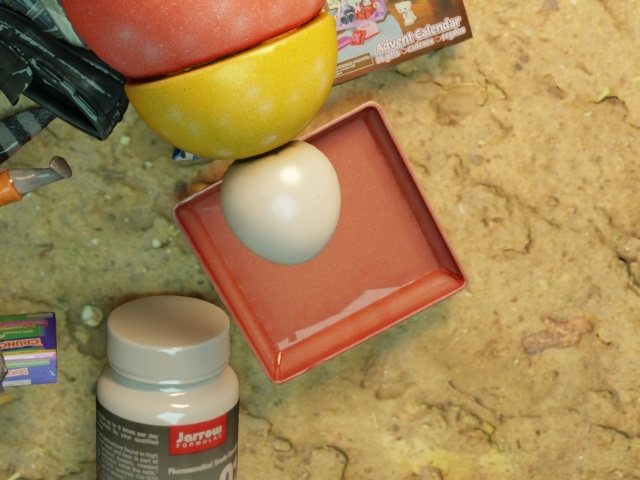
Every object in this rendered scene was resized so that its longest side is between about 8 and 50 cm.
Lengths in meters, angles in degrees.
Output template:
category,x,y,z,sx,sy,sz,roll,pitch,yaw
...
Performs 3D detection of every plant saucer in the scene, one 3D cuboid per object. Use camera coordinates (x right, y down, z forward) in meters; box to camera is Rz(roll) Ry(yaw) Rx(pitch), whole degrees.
category,x,y,z,sx,sy,sz,roll,pitch,yaw
plant saucer,0.000,0.000,1.928,0.258,0.047,0.259,-28,115,2

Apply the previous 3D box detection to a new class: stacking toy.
category,x,y,z,sx,sy,sz,roll,pitch,yaw
stacking toy,-0.100,-0.196,1.618,0.351,0.350,0.479,-18,101,-2

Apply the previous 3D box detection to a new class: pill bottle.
category,x,y,z,sx,sy,sz,roll,pitch,yaw
pill bottle,-0.172,0.218,1.926,0.161,0.161,0.283,-1,113,-9

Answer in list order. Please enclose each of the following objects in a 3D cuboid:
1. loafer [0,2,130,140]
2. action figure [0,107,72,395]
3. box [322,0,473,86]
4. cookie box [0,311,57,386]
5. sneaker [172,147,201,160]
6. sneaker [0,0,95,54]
category,x,y,z,sx,sy,sz,roll,pitch,yaw
loafer,-0.296,-0.174,1.708,0.223,0.076,0.078,27,63,-12
action figure,-0.396,-0.004,1.793,0.330,0.178,0.341,-41,88,13
box,-0.005,-0.263,1.810,0.293,0.057,0.201,-20,113,-1
cookie box,-0.336,0.120,1.886,0.092,0.107,0.040,-4,113,-9
sneaker,-0.154,-0.147,1.837,0.059,0.053,0.144,-21,113,2
sneaker,-0.304,-0.264,1.750,0.122,0.110,0.283,-14,135,34
